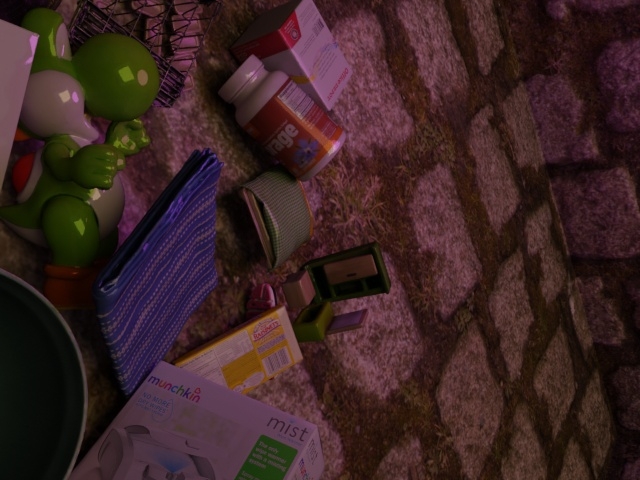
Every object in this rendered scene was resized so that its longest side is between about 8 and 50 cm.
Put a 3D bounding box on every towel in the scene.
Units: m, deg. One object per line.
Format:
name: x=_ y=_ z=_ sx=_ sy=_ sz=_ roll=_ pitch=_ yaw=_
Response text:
towel: x=-0.200 y=0.061 z=0.827 sx=0.336 sy=0.040 sz=0.243 roll=104 pitch=13 yaw=-55

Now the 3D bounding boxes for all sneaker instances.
sneaker: x=-0.083 y=0.156 z=1.107 sx=0.074 sy=0.063 sz=0.170 roll=-15 pitch=100 yaw=-53

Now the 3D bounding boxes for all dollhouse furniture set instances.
dollhouse furniture set: x=0.000 y=0.000 z=1.110 sx=0.197 sy=0.151 sz=0.302 roll=-53 pitch=127 yaw=-65

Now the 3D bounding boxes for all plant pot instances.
plant pot: x=-0.410 y=0.167 z=0.601 sx=0.293 sy=0.196 sz=0.293 roll=9 pitch=78 yaw=-49

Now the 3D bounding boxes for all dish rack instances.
dish rack: x=-0.253 y=-0.340 z=0.914 sx=0.208 sy=0.074 sz=0.272 roll=34 pitch=70 yaw=-45

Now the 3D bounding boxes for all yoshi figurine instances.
yoshi figurine: x=-0.274 y=-0.108 z=0.787 sx=0.203 sy=0.203 sz=0.362 roll=-16 pitch=102 yaw=-51

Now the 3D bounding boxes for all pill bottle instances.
pill bottle: x=-0.069 y=-0.214 z=1.087 sx=0.216 sy=0.121 sz=0.121 roll=42 pitch=52 yaw=-13

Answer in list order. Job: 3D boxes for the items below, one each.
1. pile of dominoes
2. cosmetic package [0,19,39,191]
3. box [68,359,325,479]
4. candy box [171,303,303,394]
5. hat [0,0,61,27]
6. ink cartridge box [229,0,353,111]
pile of dominoes: x=-0.273 y=-0.353 z=0.972 sx=0.196 sy=0.040 sz=0.251 roll=5 pitch=90 yaw=-50
cosmetic package: x=-0.385 y=-0.123 z=0.690 sx=0.060 sy=0.099 sz=0.239 roll=12 pitch=95 yaw=-49
box: x=-0.160 y=0.319 z=0.820 sx=0.231 sy=0.262 sz=0.127 roll=-55 pitch=151 yaw=-37
candy box: x=-0.131 y=0.196 z=1.017 sx=0.206 sy=0.027 sz=0.105 roll=-26 pitch=105 yaw=-28
hat: x=-0.345 y=-0.381 z=0.699 sx=0.331 sy=0.134 sz=0.331 roll=14 pitch=90 yaw=-73
ink cartridge box: x=-0.049 y=-0.330 z=1.150 sx=0.176 sy=0.127 sz=0.128 roll=54 pitch=48 yaw=-31
